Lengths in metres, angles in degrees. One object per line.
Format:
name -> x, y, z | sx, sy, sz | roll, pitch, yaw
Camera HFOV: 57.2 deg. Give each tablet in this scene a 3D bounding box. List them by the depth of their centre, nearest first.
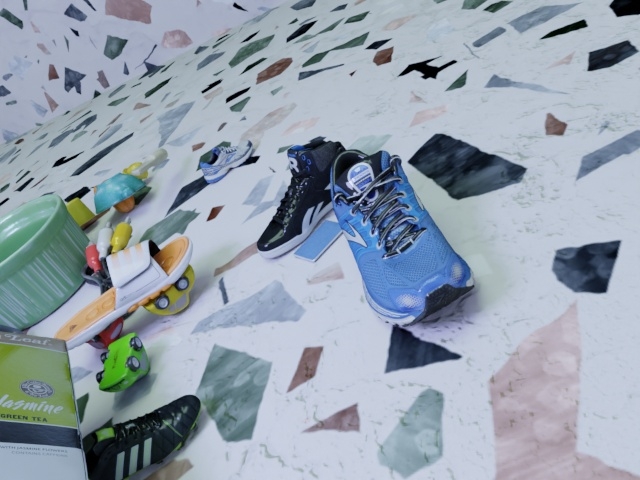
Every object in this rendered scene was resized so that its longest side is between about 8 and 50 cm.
tablet -> 0.000, 0.000, 0.906 | 0.083, 0.006, 0.054 | -47, 35, -22

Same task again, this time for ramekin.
ramekin -> -0.628, 0.054, 1.238 | 0.303, 0.148, 0.303 | -22, 32, 15

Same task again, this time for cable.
cable -> -0.415, 0.062, 1.116 | 0.139, 0.072, 0.287 | -35, 31, 6

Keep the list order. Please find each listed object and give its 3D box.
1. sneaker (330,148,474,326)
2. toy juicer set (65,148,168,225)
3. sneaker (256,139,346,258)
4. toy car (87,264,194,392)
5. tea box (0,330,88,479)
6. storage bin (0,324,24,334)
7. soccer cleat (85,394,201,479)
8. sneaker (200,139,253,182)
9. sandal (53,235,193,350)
sneaker -> 0.074, -0.021, 0.737 | 0.129, 0.147, 0.330 | -31, 32, 1
toy juicer set -> -0.462, -0.126, 1.418 | 0.329, 0.089, 0.209 | -20, 19, 34
sneaker -> -0.041, -0.081, 0.943 | 0.217, 0.121, 0.079 | -42, 32, -17
toy car -> -0.291, 0.153, 0.900 | 0.239, 0.053, 0.225 | -28, 32, 8
tea box -> -0.442, 0.241, 0.592 | 0.323, 0.329, 0.220 | 39, 111, 58
storage bin -> -0.573, 0.209, 1.043 | 0.135, 0.098, 0.091 | 16, 83, 50
soccer cleat -> -0.225, 0.240, 0.700 | 0.179, 0.072, 0.060 | -37, 32, -9
sneaker -> -0.208, -0.186, 1.296 | 0.135, 0.058, 0.052 | -43, 33, -18
sandal -> -0.318, 0.068, 0.914 | 0.265, 0.076, 0.102 | -38, 32, -9
